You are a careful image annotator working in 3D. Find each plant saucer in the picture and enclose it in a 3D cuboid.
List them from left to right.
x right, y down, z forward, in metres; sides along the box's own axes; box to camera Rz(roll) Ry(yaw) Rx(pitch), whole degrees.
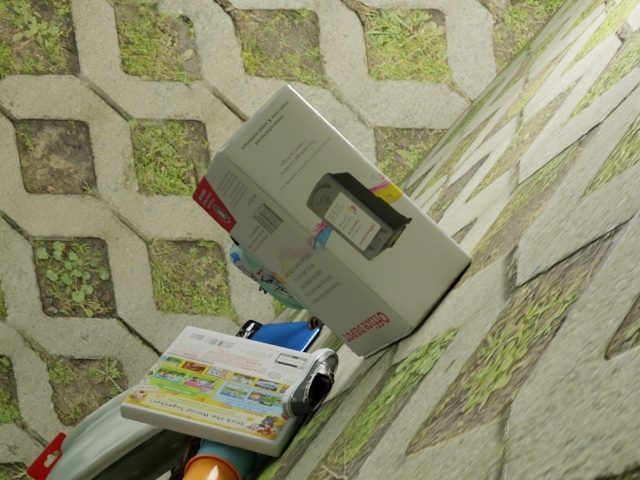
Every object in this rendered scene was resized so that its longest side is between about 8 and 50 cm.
[{"bbox_3d":[-0.290,0.307,2.190,0.400,0.100,0.400,-33,-12,-8],"label":"plant saucer"}]

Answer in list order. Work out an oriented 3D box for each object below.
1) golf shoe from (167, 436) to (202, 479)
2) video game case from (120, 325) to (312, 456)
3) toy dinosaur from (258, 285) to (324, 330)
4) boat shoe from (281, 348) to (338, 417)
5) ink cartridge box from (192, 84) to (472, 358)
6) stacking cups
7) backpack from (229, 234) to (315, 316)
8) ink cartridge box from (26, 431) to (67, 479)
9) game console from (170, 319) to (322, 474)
[{"bbox_3d":[-0.187,0.345,2.200,0.186,0.067,0.086,-49,1,-4],"label":"golf shoe"},{"bbox_3d":[-0.122,0.199,1.884,0.206,0.227,0.026,-53,-30,-55],"label":"video game case"},{"bbox_3d":[-0.013,0.025,2.427,0.127,0.295,0.200,-1,-19,-35],"label":"toy dinosaur"},{"bbox_3d":[-0.004,0.188,1.832,0.040,0.049,0.142,-7,24,30],"label":"boat shoe"},{"bbox_3d":[0.006,-0.017,1.710,0.131,0.306,0.226,-49,3,-19],"label":"ink cartridge box"},{"bbox_3d":[-0.135,0.293,1.833,0.096,0.096,0.316,-47,3,34],"label":"stacking cups"},{"bbox_3d":[0.000,0.000,2.180,0.191,0.253,0.225,-52,3,47],"label":"backpack"},{"bbox_3d":[-0.449,0.487,2.642,0.134,0.231,0.078,-48,3,21],"label":"ink cartridge box"},{"bbox_3d":[-0.132,0.292,2.529,0.293,0.173,0.250,-50,-28,-39],"label":"game console"}]
